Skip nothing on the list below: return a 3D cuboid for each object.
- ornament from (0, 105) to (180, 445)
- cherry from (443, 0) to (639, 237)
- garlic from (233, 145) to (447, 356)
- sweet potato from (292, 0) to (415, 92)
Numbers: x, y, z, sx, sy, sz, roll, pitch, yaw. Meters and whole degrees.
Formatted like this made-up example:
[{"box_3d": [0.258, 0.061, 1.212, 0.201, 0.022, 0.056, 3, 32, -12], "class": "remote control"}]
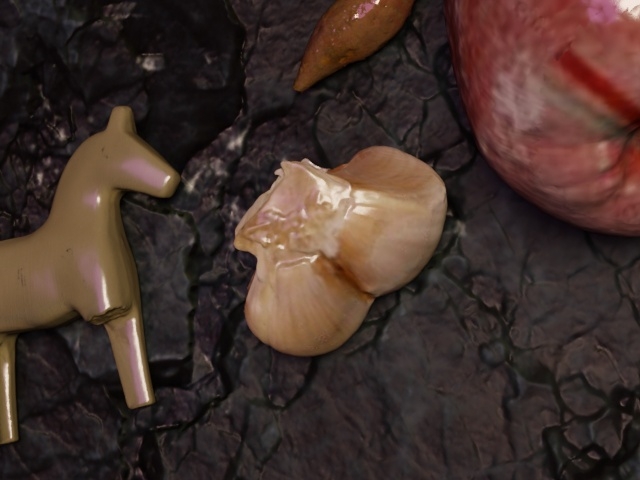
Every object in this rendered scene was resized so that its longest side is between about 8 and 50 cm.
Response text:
[{"box_3d": [-0.207, 0.028, 0.942, 0.230, 0.061, 0.245, -15, 80, 20], "class": "ornament"}, {"box_3d": [0.184, -0.117, 0.693, 0.213, 0.236, 0.285, -10, 42, -9], "class": "cherry"}, {"box_3d": [0.009, 0.005, 0.839, 0.124, 0.099, 0.174, 37, 103, 4], "class": "garlic"}, {"box_3d": [0.055, -0.193, 0.861, 0.218, 0.051, 0.065, -40, 72, 14], "class": "sweet potato"}]
